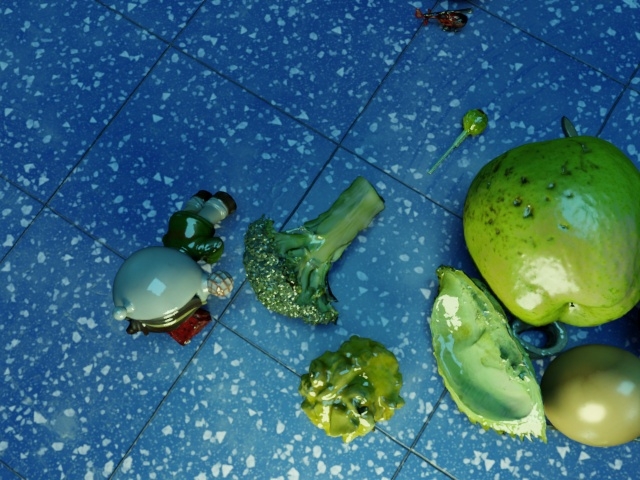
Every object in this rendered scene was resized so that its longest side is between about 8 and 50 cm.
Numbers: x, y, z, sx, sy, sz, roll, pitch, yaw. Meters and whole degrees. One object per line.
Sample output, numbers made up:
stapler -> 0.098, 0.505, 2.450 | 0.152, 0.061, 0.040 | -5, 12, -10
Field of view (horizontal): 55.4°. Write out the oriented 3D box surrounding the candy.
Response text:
candy -> 0.317, -0.229, 1.426 | 0.194, 0.062, 0.058 | -47, 124, 0

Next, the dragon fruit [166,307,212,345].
dragon fruit -> -0.316, 0.160, 1.337 | 0.131, 0.063, 0.097 | 38, 80, 9

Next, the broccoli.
broccoli -> -0.019, -0.012, 1.312 | 0.252, 0.221, 0.361 | 24, 68, 0

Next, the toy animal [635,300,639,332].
toy animal -> 0.753, 0.087, 1.227 | 0.251, 0.250, 0.309 | 4, 50, 2

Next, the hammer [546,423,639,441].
hammer -> 0.609, 0.408, 1.270 | 0.293, 0.058, 0.029 | 6, 76, 9

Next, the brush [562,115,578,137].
brush -> 0.606, -0.205, 1.424 | 0.070, 0.021, 0.196 | -17, 75, -2

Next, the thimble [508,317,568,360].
thimble -> 0.455, 0.202, 1.293 | 0.115, 0.090, 0.102 | -9, 76, -2

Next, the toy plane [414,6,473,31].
toy plane -> 0.302, -0.546, 1.492 | 0.145, 0.060, 0.037 | 12, 77, 20

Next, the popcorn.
popcorn -> 0.068, 0.304, 1.239 | 0.218, 0.169, 0.189 | -33, 77, 0

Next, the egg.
egg -> 0.550, 0.300, 1.196 | 0.201, 0.244, 0.200 | 2, 66, -5

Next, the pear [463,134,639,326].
pear -> 0.479, -0.009, 1.207 | 0.392, 0.391, 0.390 | 0, 77, 1

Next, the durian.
durian -> 0.321, 0.228, 1.237 | 0.163, 0.198, 0.394 | -20, 75, -2

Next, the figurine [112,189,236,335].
figurine -> -0.303, 0.043, 1.285 | 0.282, 0.167, 0.369 | 8, 52, 27
